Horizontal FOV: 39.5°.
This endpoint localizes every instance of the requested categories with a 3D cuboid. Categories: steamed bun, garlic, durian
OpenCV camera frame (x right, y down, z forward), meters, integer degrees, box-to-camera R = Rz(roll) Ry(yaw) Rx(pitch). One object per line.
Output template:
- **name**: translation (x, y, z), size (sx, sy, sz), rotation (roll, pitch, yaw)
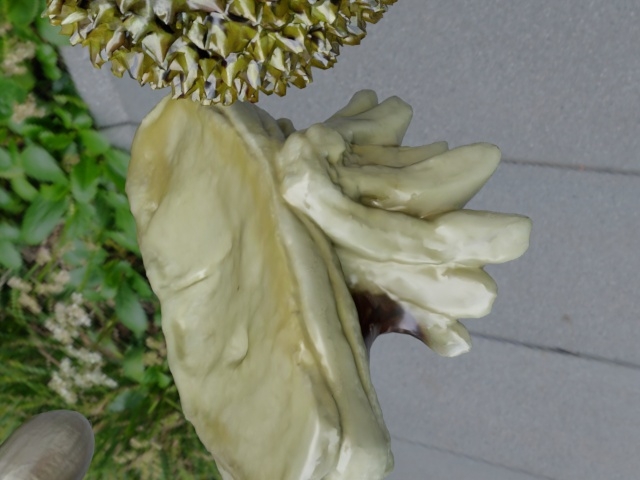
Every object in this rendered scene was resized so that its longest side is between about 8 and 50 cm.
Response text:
- **steamed bun**: translation (0.000, 0.000, 0.679), size (0.189, 0.428, 0.247), rotation (9, 123, -33)
- **garlic**: translation (-0.286, 0.232, 0.886), size (0.087, 0.195, 0.101), rotation (37, 133, -7)
- **durian**: translation (-0.054, -0.213, 0.585), size (0.293, 0.258, 0.258), rotation (-20, 126, 3)
